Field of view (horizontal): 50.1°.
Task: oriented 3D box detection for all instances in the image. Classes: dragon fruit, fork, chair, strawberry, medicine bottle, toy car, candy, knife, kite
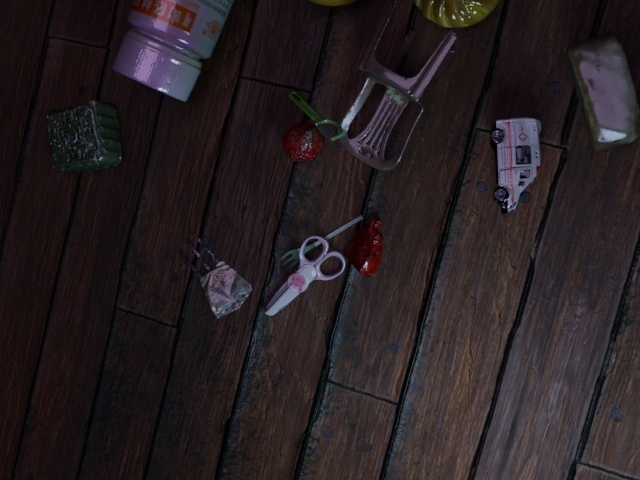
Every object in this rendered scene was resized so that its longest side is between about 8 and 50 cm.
[{"bbox_3d":[0.113,0.014,1.602,0.097,0.063,0.131,35,100,14],"label":"dragon fruit"},{"bbox_3d":[-0.001,0.000,1.660,0.235,0.021,0.039,-32,84,15],"label":"fork"},{"bbox_3d":[0.155,-0.328,1.527,0.175,0.183,0.326,32,98,15],"label":"chair"},{"bbox_3d":[-0.043,-0.236,1.632,0.106,0.106,0.106,0,90,17],"label":"strawberry"},{"bbox_3d":[-0.342,-0.552,1.659,0.219,0.219,0.388,27,98,15],"label":"medicine bottle"},{"bbox_3d":[0.428,-0.163,1.493,0.108,0.089,0.209,-2,86,12],"label":"toy car"},{"bbox_3d":[0.594,-0.310,1.433,0.104,0.102,0.234,-16,85,16],"label":"candy"},{"bbox_3d":[-0.010,-0.303,1.626,0.054,0.015,0.212,-29,52,-19],"label":"knife"},{"bbox_3d":[-0.281,0.087,1.750,0.127,0.016,0.229,-44,79,9],"label":"kite"}]

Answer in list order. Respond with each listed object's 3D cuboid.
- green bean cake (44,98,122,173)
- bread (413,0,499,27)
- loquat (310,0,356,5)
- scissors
[{"bbox_3d":[-0.628,-0.274,1.813,0.181,0.094,0.173,-7,89,18],"label":"green bean cake"},{"bbox_3d":[0.299,-0.577,1.523,0.213,0.105,0.213,1,94,18],"label":"bread"},{"bbox_3d":[0.013,-0.647,1.548,0.244,0.244,0.244,0,90,17],"label":"loquat"},{"bbox_3d":[-0.052,0.096,1.664,0.118,0.030,0.242,44,106,-5],"label":"scissors"}]
